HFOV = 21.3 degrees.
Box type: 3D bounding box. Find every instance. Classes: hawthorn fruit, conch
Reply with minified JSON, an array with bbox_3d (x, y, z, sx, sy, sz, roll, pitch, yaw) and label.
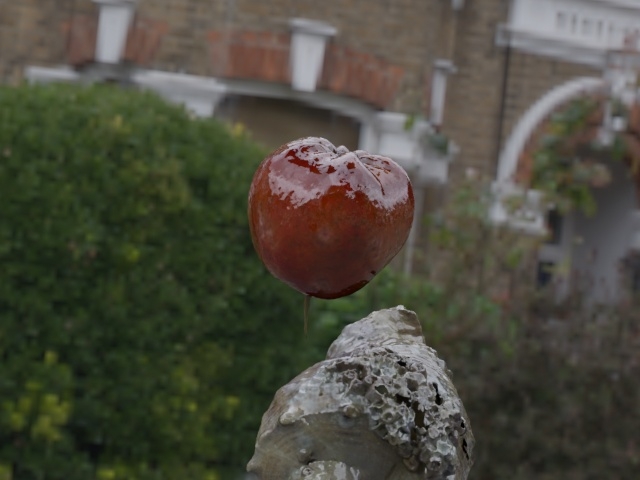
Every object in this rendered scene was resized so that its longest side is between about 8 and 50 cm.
[{"bbox_3d":[-0.001,-0.016,1.244,0.125,0.140,0.125,44,14,-14],"label":"hawthorn fruit"},{"bbox_3d":[0.049,0.153,1.383,0.163,0.245,0.178,-15,-56,34],"label":"conch"}]
